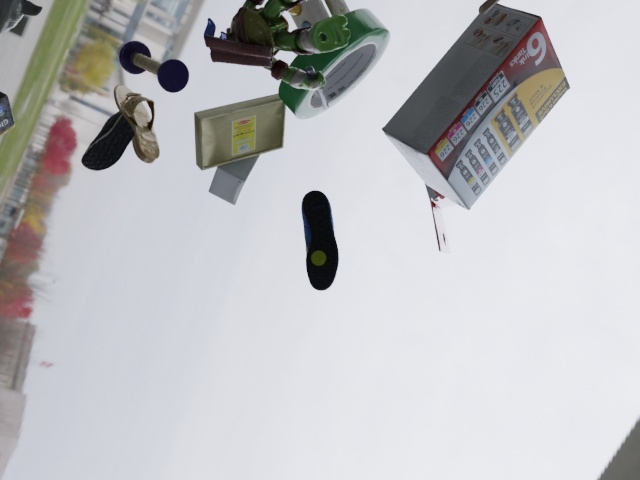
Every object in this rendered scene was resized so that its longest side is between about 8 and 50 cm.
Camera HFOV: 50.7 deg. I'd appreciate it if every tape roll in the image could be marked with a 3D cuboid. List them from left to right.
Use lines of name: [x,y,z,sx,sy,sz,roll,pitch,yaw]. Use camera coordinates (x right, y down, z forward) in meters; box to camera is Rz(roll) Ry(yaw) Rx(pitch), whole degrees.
tape roll: [0.036,-0.450,1.743,0.321,0.077,0.321,-39,172,-7]

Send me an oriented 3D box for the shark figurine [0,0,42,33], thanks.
shark figurine: [-0.751,-0.641,1.616,0.166,0.116,0.278,13,-79,34]

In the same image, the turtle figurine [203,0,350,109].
turtle figurine: [-0.032,-0.356,1.106,0.266,0.274,0.198,4,-97,61]

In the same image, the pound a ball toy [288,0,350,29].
pound a ball toy: [-0.030,-0.677,1.794,0.135,0.319,0.208,-32,-172,-26]

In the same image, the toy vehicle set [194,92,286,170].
toy vehicle set: [-0.218,-0.301,1.865,0.035,0.266,0.166,46,-37,37]

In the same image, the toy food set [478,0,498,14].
toy food set: [0.263,-0.451,1.028,0.128,0.071,0.218,-49,-125,53]

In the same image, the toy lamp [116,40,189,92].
toy lamp: [-0.382,-0.394,1.506,0.274,0.080,0.080,31,-82,46]

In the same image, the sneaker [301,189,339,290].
sneaker: [0.000,0.000,1.405,0.082,0.069,0.209,75,9,-85]

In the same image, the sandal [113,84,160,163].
sandal: [-0.420,-0.301,1.616,0.079,0.088,0.240,-39,-118,31]

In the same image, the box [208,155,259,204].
box: [-0.244,-0.215,1.988,0.130,0.091,0.170,-56,-171,52]

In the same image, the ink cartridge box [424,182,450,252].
ink cartridge box: [0.309,-0.102,1.686,0.066,0.296,0.261,-15,-95,14]

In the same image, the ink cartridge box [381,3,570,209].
ink cartridge box: [0.310,-0.230,1.274,0.309,0.272,0.130,-51,-133,0]

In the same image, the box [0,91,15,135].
box: [-0.746,-0.197,1.166,0.322,0.257,0.079,-53,161,-41]

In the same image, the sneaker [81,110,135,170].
sneaker: [-0.593,-0.298,1.941,0.235,0.084,0.097,-45,-140,-2]
